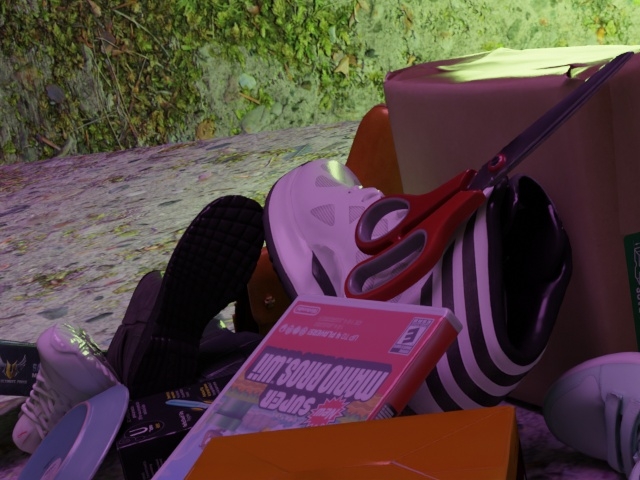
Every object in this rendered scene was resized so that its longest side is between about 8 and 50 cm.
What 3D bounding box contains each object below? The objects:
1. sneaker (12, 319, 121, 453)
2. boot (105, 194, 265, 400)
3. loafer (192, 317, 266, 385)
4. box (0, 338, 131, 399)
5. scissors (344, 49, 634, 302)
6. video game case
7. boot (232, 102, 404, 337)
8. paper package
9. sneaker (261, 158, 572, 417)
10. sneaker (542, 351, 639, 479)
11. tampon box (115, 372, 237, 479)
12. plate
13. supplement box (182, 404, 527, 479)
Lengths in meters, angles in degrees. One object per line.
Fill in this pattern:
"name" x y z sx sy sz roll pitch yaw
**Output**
"sneaker" -0.252 0.165 1.308 0.115 0.232 0.090 -33 63 -15
"boot" -0.156 0.051 1.387 0.083 0.247 0.161 27 1 -25
"loafer" -0.103 0.146 1.423 0.096 0.084 0.267 -23 20 -20
"box" -0.337 0.142 1.487 0.183 0.059 0.232 -1 -8 40
"scissors" 0.132 -0.041 1.060 0.297 0.021 0.109 -31 37 31
"video game case" -0.037 0.156 1.014 0.285 0.025 0.204 -51 27 -22
"boot" -0.001 0.000 1.473 0.211 0.295 0.104 -10 23 -35
"paper package" 0.225 -0.019 1.277 0.168 0.325 0.309 -17 13 -26
"sneaker" 0.101 0.014 1.222 0.257 0.169 0.448 -41 32 17
"sneaker" 0.243 0.161 1.026 0.151 0.094 0.255 -26 18 -37
"tampon box" -0.095 0.188 1.176 0.161 0.102 0.120 -14 13 -9
"plate" -0.234 0.201 1.172 0.188 0.024 0.188 -46 17 18
"supplement box" 0.028 0.216 0.754 0.191 0.194 0.129 -8 14 14
